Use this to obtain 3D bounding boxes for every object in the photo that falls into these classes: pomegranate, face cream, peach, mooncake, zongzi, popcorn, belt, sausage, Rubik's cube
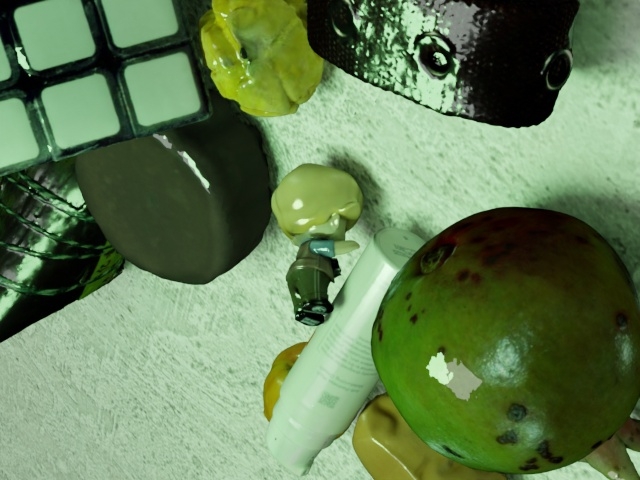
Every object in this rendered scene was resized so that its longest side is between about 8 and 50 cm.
[{"bbox_3d":[0.193,0.128,1.327,0.290,0.291,0.323,19,138,46],"label":"pomegranate"},{"bbox_3d":[0.031,0.142,1.607,0.102,0.102,0.345,45,124,22],"label":"face cream"},{"bbox_3d":[-0.010,0.210,1.781,0.138,0.138,0.138,33,139,36],"label":"peach"},{"bbox_3d":[-0.191,-0.080,1.777,0.283,0.141,0.283,22,130,29],"label":"mooncake"},{"bbox_3d":[-0.416,-0.004,1.980,0.319,0.362,0.383,25,134,17],"label":"zongzi"},{"bbox_3d":[-0.067,-0.225,1.528,0.152,0.148,0.167,-102,11,-79],"label":"popcorn"},{"bbox_3d":[0.114,-0.202,1.249,0.289,0.184,0.164,33,130,37],"label":"belt"},{"bbox_3d":[0.143,0.283,1.627,0.241,0.136,0.120,52,145,14],"label":"sausage"},{"bbox_3d":[-0.323,-0.284,1.590,0.305,0.301,0.304,-117,12,-66],"label":"Rubik's cube"}]

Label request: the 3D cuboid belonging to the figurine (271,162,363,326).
[{"bbox_3d":[0.000,0.000,1.577,0.114,0.108,0.196,113,156,-59],"label":"figurine"}]
